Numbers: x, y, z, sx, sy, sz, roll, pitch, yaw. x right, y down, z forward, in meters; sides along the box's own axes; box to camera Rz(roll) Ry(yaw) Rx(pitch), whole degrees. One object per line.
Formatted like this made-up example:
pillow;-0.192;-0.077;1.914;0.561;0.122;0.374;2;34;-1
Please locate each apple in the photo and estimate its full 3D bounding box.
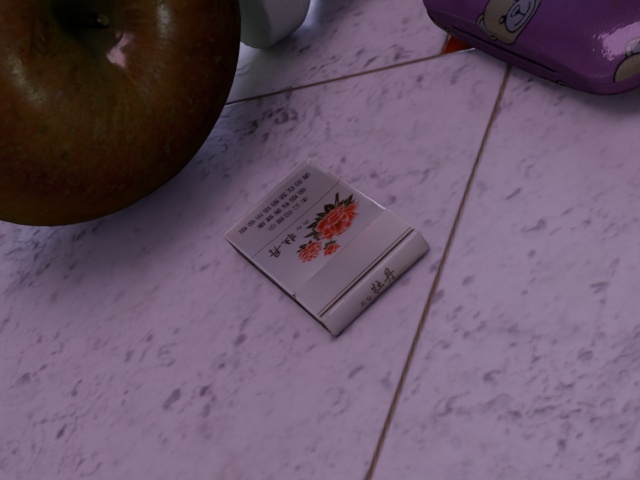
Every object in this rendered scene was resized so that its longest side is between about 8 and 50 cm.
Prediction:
apple;-0.265;-0.205;1.530;0.374;0.374;0.384;5;88;45

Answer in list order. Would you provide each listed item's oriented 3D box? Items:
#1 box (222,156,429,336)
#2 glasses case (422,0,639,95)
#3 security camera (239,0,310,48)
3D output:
box;0.000;0.000;1.345;0.109;0.029;0.198;-43;34;-7
glasses case;0.199;-0.203;1.361;0.123;0.076;0.316;-43;35;-8
security camera;-0.029;-0.336;1.633;0.236;0.194;0.194;-41;34;-14
